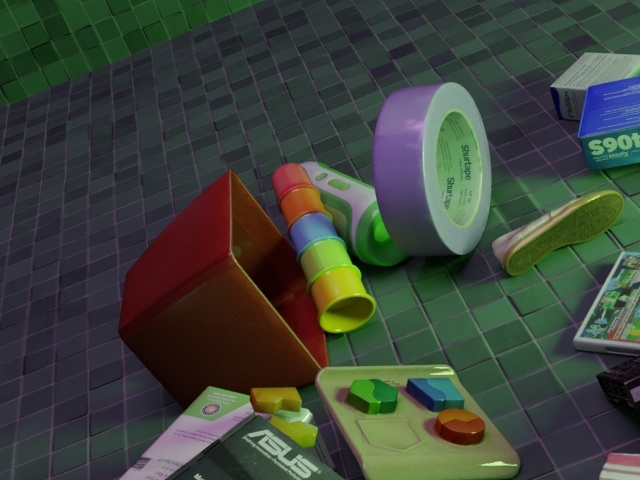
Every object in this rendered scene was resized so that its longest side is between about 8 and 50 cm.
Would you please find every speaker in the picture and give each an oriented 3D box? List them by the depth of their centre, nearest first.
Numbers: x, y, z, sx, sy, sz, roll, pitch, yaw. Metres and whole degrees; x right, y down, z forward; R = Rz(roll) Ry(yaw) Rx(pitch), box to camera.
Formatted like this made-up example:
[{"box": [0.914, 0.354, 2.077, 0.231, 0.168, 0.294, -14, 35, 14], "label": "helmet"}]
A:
[{"box": [0.040, -0.050, 1.946, 0.131, 0.131, 0.296, -34, 32, -19], "label": "speaker"}]

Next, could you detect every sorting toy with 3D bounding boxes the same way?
[{"box": [0.077, 0.225, 1.436, 0.307, 0.041, 0.229, 1, 26, -19], "label": "sorting toy"}]

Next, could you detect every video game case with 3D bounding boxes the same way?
[{"box": [0.470, 0.088, 1.549, 0.183, 0.023, 0.201, 4, 40, 37], "label": "video game case"}]

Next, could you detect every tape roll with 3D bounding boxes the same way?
[{"box": [0.184, -0.112, 1.804, 0.090, 0.275, 0.275, -2, 36, 30], "label": "tape roll"}]

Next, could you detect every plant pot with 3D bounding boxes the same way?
[{"box": [-0.161, 0.101, 1.735, 0.235, 0.267, 0.267, -29, 29, 13], "label": "plant pot"}]

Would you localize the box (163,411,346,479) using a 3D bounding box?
[{"box": [-0.050, 0.397, 1.200, 0.318, 0.097, 0.395, -33, 49, -32], "label": "box"}]

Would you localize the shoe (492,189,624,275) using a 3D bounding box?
[{"box": [0.366, -0.023, 1.741, 0.219, 0.077, 0.058, -28, 36, -5], "label": "shoe"}]

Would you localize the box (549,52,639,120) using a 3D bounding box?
[{"box": [0.514, -0.279, 2.054, 0.137, 0.072, 0.126, 14, 46, 44], "label": "box"}]

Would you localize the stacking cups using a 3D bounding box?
[{"box": [0.000, 0.000, 1.825, 0.096, 0.096, 0.316, -21, 51, 2], "label": "stacking cups"}]

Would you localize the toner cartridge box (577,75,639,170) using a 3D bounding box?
[{"box": [0.606, -0.215, 1.833, 0.347, 0.075, 0.165, -9, 36, 27], "label": "toner cartridge box"}]

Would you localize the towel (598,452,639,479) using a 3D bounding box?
[{"box": [0.370, 0.318, 1.248, 0.144, 0.029, 0.197, 1, 38, 31], "label": "towel"}]

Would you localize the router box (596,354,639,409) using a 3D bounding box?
[{"box": [0.405, 0.169, 1.393, 0.092, 0.038, 0.122, -25, -1, -3], "label": "router box"}]

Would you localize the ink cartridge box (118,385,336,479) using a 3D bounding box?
[{"box": [-0.144, 0.333, 1.470, 0.198, 0.115, 0.273, 7, 40, 40], "label": "ink cartridge box"}]
